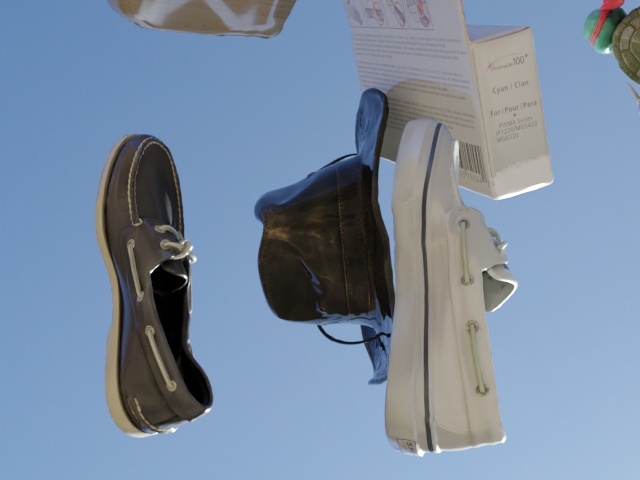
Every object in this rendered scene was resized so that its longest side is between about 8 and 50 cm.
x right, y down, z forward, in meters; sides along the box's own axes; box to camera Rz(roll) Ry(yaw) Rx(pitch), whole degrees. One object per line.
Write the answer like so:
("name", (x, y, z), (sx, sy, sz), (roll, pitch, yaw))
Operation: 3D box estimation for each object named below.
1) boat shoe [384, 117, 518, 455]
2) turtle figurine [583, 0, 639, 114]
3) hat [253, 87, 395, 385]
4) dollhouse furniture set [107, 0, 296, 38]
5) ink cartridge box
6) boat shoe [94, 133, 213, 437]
("boat shoe", (0.086, 0.025, 0.649), (0.076, 0.226, 0.083), (-2, -23, 13))
("turtle figurine", (0.310, -0.162, 0.869), (0.234, 0.118, 0.175), (24, -51, 17))
("hat", (0.000, 0.000, 1.051), (0.134, 0.331, 0.331), (-1, -66, -1))
("dollhouse furniture set", (-0.131, -0.319, 0.338), (0.362, 0.256, 0.394), (34, -71, 14))
("ink cartridge box", (0.101, -0.191, 0.969), (0.066, 0.296, 0.261), (-17, -73, -14))
("boat shoe", (-0.100, 0.022, 0.672), (0.065, 0.075, 0.206), (-15, -110, 32))
